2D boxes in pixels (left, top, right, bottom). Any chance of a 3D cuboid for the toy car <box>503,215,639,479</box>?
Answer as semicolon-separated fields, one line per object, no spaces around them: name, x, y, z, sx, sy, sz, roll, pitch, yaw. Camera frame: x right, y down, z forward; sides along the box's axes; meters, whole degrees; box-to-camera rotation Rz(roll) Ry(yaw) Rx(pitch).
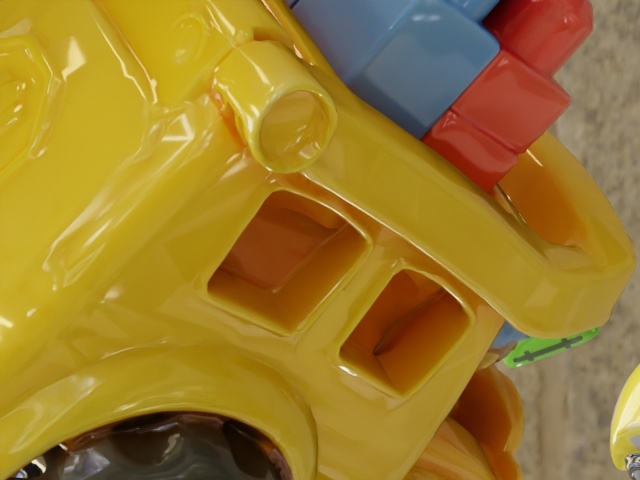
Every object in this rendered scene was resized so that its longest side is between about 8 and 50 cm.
toy car;0.096;0.050;0.797;0.239;0.225;0.053;-22;128;17

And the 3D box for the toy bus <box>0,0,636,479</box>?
toy bus;0.000;0.000;0.443;0.211;0.149;0.220;-46;137;10
